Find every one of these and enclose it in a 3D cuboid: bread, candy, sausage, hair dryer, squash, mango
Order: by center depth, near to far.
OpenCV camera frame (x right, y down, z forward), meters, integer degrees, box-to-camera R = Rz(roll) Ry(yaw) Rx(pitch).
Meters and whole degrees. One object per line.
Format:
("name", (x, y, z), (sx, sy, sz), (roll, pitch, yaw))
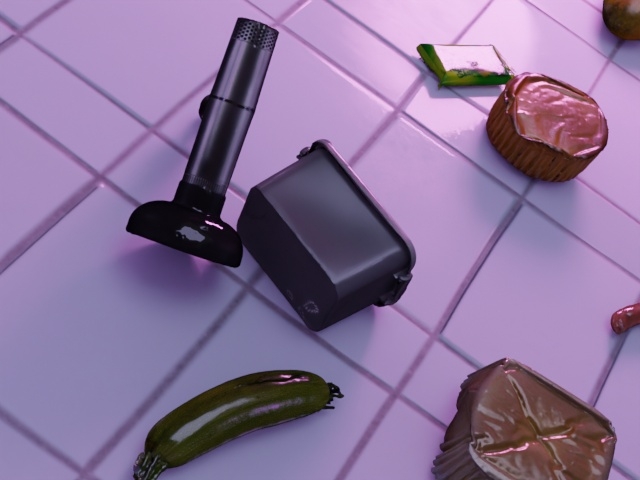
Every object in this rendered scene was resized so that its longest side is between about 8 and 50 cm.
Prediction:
("squash", (-0.100, 0.210, 1.432), (0.318, 0.071, 0.080), (-17, 64, -36))
("bread", (0.265, 0.279, 1.540), (0.210, 0.110, 0.192), (29, 53, -3))
("hair dryer", (-0.132, -0.117, 1.610), (0.156, 0.284, 0.320), (19, 81, 3))
("sausage", (0.512, 0.115, 1.846), (0.158, 0.036, 0.042), (-13, 26, -35))
("bread", (0.381, -0.188, 1.981), (0.199, 0.104, 0.199), (11, 53, -15))
("candy", (0.263, -0.312, 2.068), (0.178, 0.032, 0.102), (-5, 57, -30))
("mango", (0.642, -0.479, 2.341), (0.152, 0.120, 0.221), (26, 53, -2))

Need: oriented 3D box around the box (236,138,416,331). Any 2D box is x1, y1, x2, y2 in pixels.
("box", (0.000, 0.000, 1.604), (0.135, 0.163, 0.243), (-28, 71, -30))
